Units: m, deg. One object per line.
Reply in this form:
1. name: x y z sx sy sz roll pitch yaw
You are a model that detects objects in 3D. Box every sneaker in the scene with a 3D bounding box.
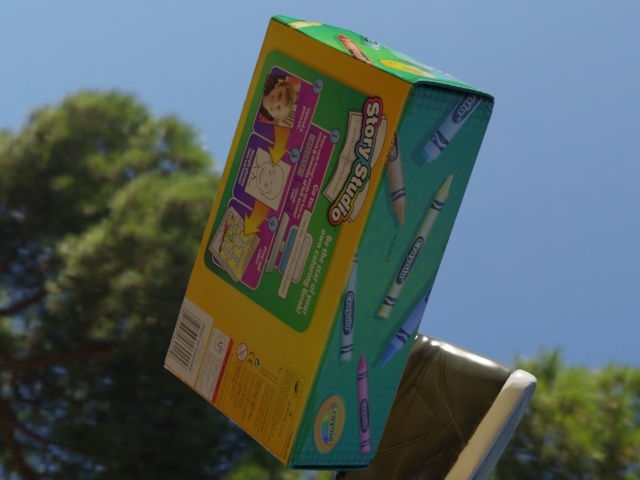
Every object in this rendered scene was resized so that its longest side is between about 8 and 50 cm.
1. sneaker: 0.027 0.192 1.230 0.147 0.104 0.295 31 -102 17

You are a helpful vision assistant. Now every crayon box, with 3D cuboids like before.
1. crayon box: 0.000 0.000 1.129 0.165 0.081 0.278 32 -71 47
